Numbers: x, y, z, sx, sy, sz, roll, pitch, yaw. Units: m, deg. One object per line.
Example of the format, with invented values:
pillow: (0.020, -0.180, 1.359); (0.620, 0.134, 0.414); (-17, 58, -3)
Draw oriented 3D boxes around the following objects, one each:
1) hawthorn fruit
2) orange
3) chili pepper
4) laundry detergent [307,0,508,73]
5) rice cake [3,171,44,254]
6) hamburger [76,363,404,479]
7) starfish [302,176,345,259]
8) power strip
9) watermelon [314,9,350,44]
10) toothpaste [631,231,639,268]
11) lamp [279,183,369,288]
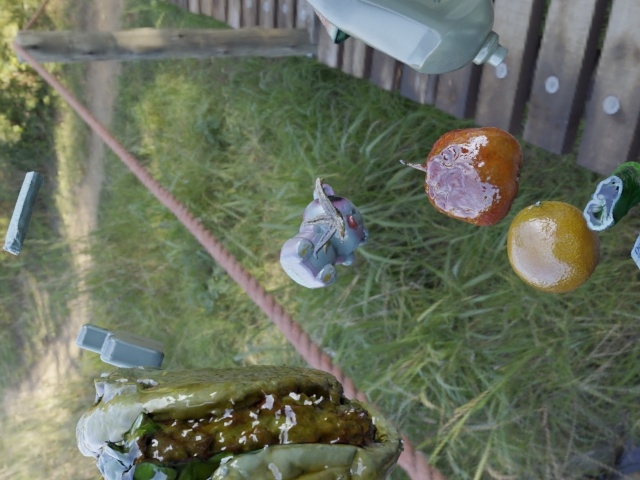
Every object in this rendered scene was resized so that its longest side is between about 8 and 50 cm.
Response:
hawthorn fruit: (0.278, -0.134, 1.403); (0.243, 0.207, 0.207); (9, 117, 12)
orange: (0.654, 0.013, 1.982); (0.264, 0.264, 0.264); (29, 126, 50)
chili pepper: (0.733, -0.121, 1.701); (0.099, 0.270, 0.136); (13, 115, 39)
laundry detergent: (0.114, -0.289, 0.841); (0.253, 0.181, 0.091); (32, 144, -2)
rice cake: (-0.411, -0.039, 0.969); (0.021, 0.022, 0.121); (-1, 66, 24)
hamburger: (-0.058, 0.145, 0.456); (0.206, 0.183, 0.130); (163, 105, -64)
starfish: (0.019, -0.027, 1.170); (0.130, 0.041, 0.133); (44, 132, 47)
power strip: (-0.444, 0.239, 1.563); (0.265, 0.193, 0.059); (165, 124, -79)
watermelon: (0.050, -0.423, 1.163); (0.202, 0.136, 0.207); (-145, 67, -71)
toothpaste: (0.845, -0.073, 1.683); (0.081, 0.067, 0.336); (-91, 5, -54)
lamp: (0.000, 0.000, 2.201); (0.247, 0.301, 0.247); (46, 149, -17)
